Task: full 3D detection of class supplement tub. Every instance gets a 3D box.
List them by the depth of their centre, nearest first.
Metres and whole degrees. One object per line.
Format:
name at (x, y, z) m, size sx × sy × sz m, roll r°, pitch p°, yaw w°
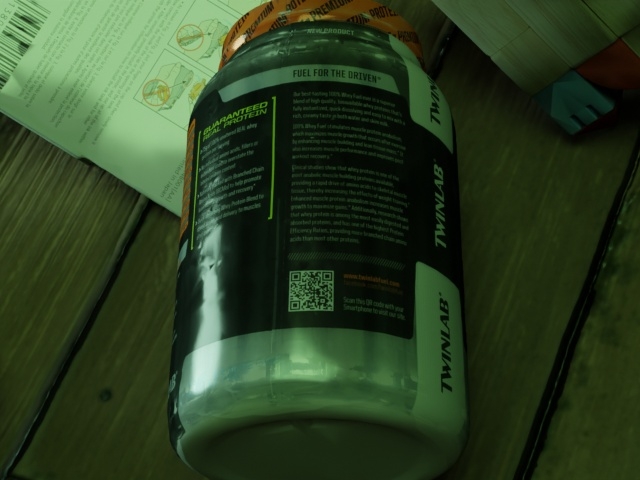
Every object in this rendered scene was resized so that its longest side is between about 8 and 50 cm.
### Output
supplement tub at (0.000, 0.000, 0.909) m, size 0.207 × 0.207 × 0.338 m, roll -4°, pitch 61°, yaw 9°

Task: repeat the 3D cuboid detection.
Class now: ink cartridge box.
ink cartridge box at (-0.132, -0.194, 1.087) m, size 0.261 × 0.066 × 0.296 m, roll 32°, pitch 87°, yaw -1°

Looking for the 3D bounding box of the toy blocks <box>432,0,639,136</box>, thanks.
toy blocks at (0.260, -0.211, 0.933) m, size 0.261 × 0.381 × 0.191 m, roll 42°, pitch 46°, yaw -14°
